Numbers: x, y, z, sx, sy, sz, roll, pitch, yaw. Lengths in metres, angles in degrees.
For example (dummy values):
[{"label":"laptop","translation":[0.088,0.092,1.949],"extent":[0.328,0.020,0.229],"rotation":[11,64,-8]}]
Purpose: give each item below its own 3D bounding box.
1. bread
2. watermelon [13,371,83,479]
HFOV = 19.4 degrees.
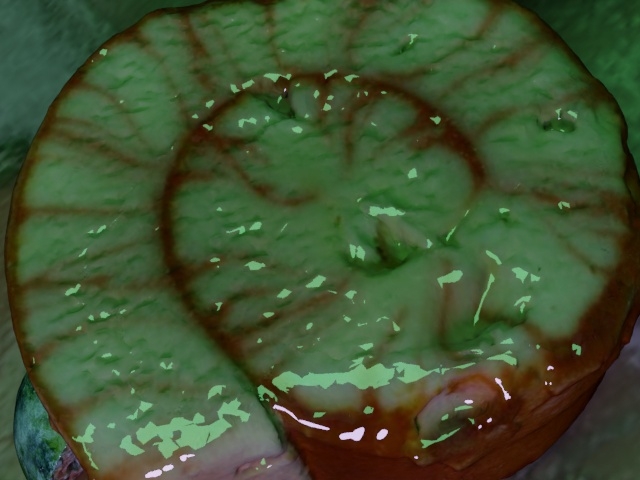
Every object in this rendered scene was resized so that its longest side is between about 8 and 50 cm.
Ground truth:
[{"label":"bread","translation":[0.002,-0.003,0.977],"extent":[0.328,0.114,0.295],"rotation":[-13,58,0]},{"label":"watermelon","translation":[-0.140,0.100,1.049],"extent":[0.061,0.085,0.085],"rotation":[10,68,-25]}]
